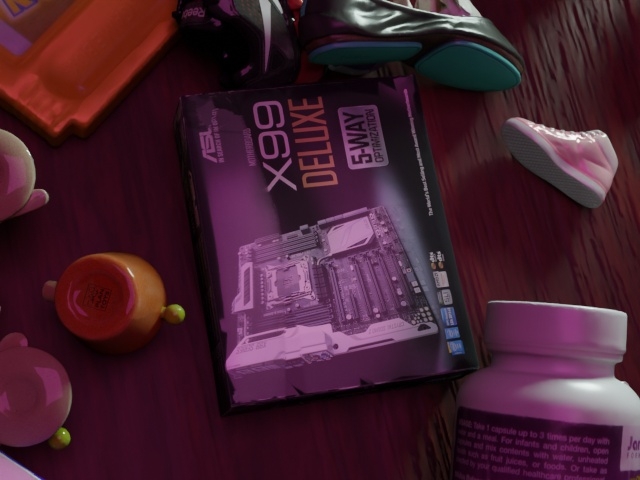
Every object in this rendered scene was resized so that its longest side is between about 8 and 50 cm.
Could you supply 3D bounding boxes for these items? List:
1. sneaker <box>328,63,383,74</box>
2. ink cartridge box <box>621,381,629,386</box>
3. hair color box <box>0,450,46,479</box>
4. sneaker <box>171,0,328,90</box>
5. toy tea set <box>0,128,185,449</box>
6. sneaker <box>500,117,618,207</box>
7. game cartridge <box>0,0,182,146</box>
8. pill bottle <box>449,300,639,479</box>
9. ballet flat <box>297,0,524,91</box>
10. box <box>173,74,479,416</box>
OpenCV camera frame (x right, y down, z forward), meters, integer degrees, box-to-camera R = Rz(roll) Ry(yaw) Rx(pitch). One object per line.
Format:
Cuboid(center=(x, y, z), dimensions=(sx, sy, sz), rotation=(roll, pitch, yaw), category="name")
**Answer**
Cuboid(center=(-0.002, -0.282, 1.200), dimensions=(0.095, 0.104, 0.236), rotation=(-31, 85, -22), category="sneaker")
Cuboid(center=(0.300, 0.229, 1.129), dimensions=(0.104, 0.060, 0.180), rotation=(-14, 76, -16), category="ink cartridge box")
Cuboid(center=(-0.391, 0.294, 0.934), dimensions=(0.185, 0.110, 0.339), rotation=(34, 71, -2), category="hair color box")
Cuboid(center=(-0.091, -0.267, 1.134), dimensions=(0.135, 0.098, 0.276), rotation=(-27, 103, -30), category="sneaker")
Cuboid(center=(-0.290, 0.021, 1.051), dimensions=(0.200, 0.124, 0.336), rotation=(-42, 83, -3), category="toy tea set")
Cuboid(center=(0.258, -0.100, 1.229), dimensions=(0.134, 0.051, 0.070), rotation=(37, 67, -3), category="sneaker")
Cuboid(center=(-0.288, -0.286, 1.167), dimensions=(0.324, 0.052, 0.285), rotation=(37, 69, 2), category="game cartridge")
Cuboid(center=(0.198, 0.208, 1.025), dimensions=(0.169, 0.169, 0.301), rotation=(6, 86, -10), category="pill bottle")
Cuboid(center=(0.100, -0.217, 1.164), dimensions=(0.280, 0.095, 0.096), rotation=(4, 76, -39), category="ballet flat")
Cuboid(center=(0.000, 0.000, 1.126), dimensions=(0.242, 0.076, 0.307), rotation=(-6, 75, -15), category="box")
